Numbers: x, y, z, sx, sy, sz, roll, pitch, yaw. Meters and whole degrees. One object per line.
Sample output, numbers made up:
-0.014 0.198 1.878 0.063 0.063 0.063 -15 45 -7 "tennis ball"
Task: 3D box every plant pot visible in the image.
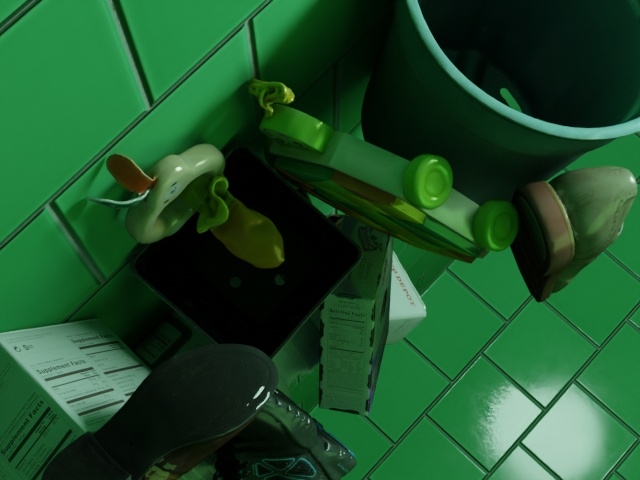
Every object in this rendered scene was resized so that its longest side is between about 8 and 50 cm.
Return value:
0.209 -0.202 1.259 0.341 0.341 0.334 -42 174 -23 "plant pot"
-0.081 0.021 1.256 0.187 0.188 0.167 -48 180 -1 "plant pot"

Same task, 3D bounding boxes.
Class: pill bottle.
-0.171 0.216 1.418 0.363 0.210 0.210 -45 167 -13 "pill bottle"

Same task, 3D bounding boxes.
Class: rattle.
-0.128 -0.018 1.060 0.130 0.143 0.199 -30 174 3 "rattle"

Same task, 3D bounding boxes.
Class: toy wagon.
0.044 -0.071 1.185 0.344 0.267 0.068 27 84 -40 "toy wagon"

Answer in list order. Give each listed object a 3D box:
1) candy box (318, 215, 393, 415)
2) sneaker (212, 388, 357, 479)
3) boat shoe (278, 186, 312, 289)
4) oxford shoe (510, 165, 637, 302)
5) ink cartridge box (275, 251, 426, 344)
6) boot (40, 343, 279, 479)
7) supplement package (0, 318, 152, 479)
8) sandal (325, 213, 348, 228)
0.047 0.095 1.386 0.165 0.070 0.196 -71 165 -52 "candy box"
-0.073 0.246 1.277 0.140 0.125 0.341 -49 138 -7 "sneaker"
-0.026 -0.008 1.410 0.068 0.190 0.072 15 120 -24 "boat shoe"
0.295 -0.008 1.270 0.130 0.123 0.348 -22 173 1 "oxford shoe"
0.035 0.078 1.619 0.212 0.154 0.093 -3 145 -42 "ink cartridge box"
-0.169 0.239 1.105 0.264 0.096 0.280 -40 165 -29 "boot"
-0.313 0.232 1.151 0.262 0.145 0.204 -51 166 13 "supplement package"
0.000 0.000 1.694 0.219 0.060 0.090 -38 155 21 "sandal"
